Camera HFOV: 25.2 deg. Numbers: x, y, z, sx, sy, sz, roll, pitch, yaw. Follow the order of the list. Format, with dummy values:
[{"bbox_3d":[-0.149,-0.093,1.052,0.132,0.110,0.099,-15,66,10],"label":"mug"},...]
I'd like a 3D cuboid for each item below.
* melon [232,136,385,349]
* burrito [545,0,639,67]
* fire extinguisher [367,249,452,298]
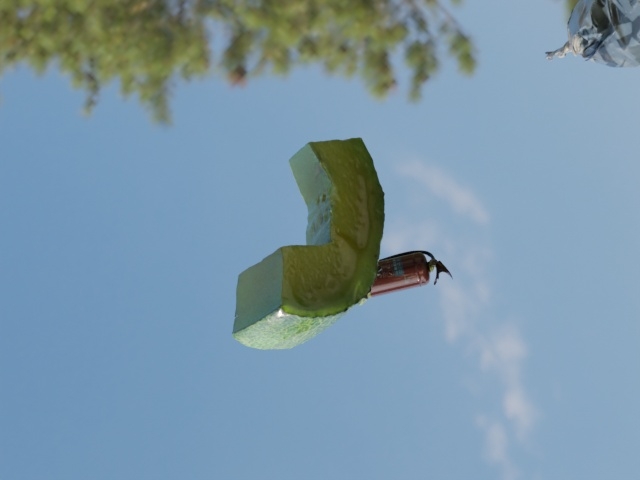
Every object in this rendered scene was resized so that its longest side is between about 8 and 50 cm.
[{"bbox_3d":[0.000,0.000,1.188,0.118,0.064,0.209,27,-124,-30],"label":"melon"},{"bbox_3d":[0.392,-0.272,1.383,0.139,0.445,0.101,48,-137,-7],"label":"burrito"},{"bbox_3d":[0.070,0.038,1.504,0.056,0.132,0.039,-99,-7,-48],"label":"fire extinguisher"}]
